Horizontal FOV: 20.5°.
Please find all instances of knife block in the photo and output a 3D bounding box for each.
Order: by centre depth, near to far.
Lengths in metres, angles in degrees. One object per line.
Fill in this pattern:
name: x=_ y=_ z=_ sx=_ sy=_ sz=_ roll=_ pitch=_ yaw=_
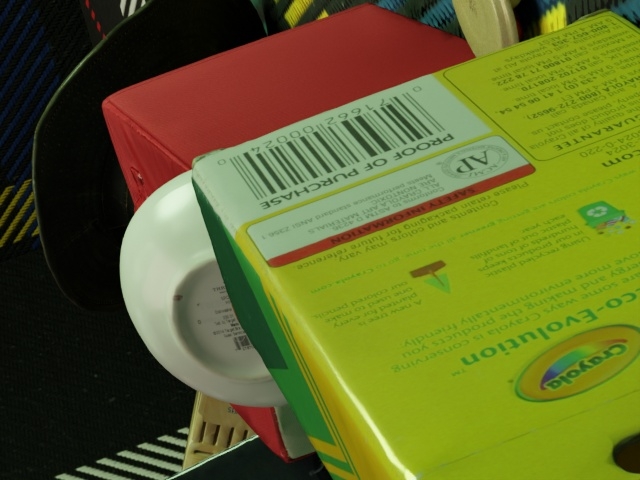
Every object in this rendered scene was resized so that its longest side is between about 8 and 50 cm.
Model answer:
knife block: x=-0.069 y=0.109 z=1.753 sx=0.242 sy=0.088 sz=0.275 roll=-83 pitch=6 yaw=-53

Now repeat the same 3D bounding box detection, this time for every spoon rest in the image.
spoon rest: x=0.029 y=0.012 z=0.880 sx=0.084 sy=0.276 sz=0.137 roll=-57 pitch=-46 yaw=-60

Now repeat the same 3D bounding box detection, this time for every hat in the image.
hat: x=-0.100 y=-0.057 z=1.535 sx=0.134 sy=0.331 sz=0.331 roll=30 pitch=150 yaw=28

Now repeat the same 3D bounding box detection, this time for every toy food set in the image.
toy food set: x=0.086 y=-0.123 z=0.904 sx=0.082 sy=0.020 sz=0.083 roll=-128 pitch=20 yaw=-63

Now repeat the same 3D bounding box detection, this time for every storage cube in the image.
storage cube: x=0.005 y=-0.012 z=1.036 sx=0.193 sy=0.215 sz=0.183 roll=36 pitch=145 yaw=63

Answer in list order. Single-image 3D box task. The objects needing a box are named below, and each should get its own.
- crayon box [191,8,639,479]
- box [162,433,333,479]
crayon box: x=0.090 y=0.027 z=0.631 sx=0.318 sy=0.202 sz=0.081 roll=-126 pitch=18 yaw=-61
box: x=0.022 y=0.301 z=1.183 sx=0.293 sy=0.212 sz=0.395 roll=67 pitch=-167 yaw=17
